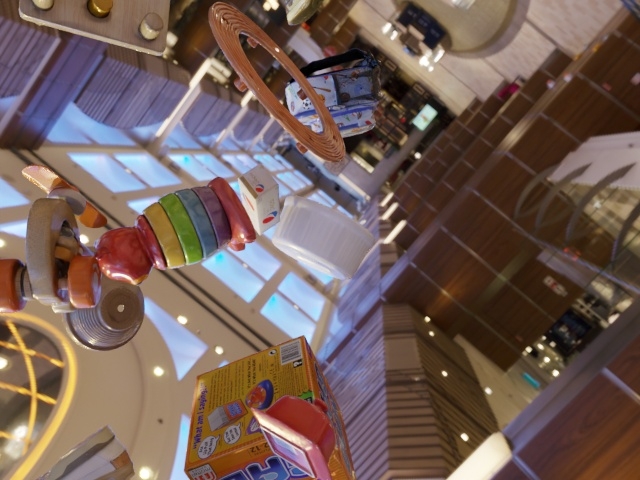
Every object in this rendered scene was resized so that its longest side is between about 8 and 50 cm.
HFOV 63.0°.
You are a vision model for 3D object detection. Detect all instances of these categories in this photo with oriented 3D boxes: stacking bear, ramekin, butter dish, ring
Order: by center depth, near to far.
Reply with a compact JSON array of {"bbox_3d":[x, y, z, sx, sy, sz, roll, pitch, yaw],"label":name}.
[{"bbox_3d":[-0.072,-0.268,0.914,0.336,0.032,0.336,45,-158,-24],"label":"ring"},{"bbox_3d":[-0.029,0.352,0.987,0.160,0.118,0.160,18,140,33],"label":"butter dish"},{"bbox_3d":[-0.304,-0.007,1.055,0.164,0.289,0.175,64,158,1],"label":"stacking bear"},{"bbox_3d":[0.000,0.000,1.447,0.277,0.135,0.277,25,170,5],"label":"ramekin"}]

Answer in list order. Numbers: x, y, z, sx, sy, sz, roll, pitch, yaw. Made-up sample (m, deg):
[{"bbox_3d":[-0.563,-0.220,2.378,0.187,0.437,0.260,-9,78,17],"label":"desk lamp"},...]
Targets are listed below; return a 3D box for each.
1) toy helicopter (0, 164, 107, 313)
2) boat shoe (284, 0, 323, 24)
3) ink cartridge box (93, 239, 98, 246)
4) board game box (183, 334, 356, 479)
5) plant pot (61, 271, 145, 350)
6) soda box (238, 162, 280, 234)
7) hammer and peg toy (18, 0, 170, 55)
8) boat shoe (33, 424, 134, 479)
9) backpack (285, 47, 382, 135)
[{"bbox_3d":[-0.448,0.012,0.930,0.140,0.235,0.355,-3,171,-11],"label":"toy helicopter"},{"bbox_3d":[-0.018,-0.561,1.146,0.080,0.223,0.073,-31,-86,-35],"label":"boat shoe"},{"bbox_3d":[-0.617,0.030,1.678,0.224,0.223,0.045,-12,-103,-34],"label":"ink cartridge box"},{"bbox_3d":[-0.130,0.561,1.481,0.356,0.356,0.356,-106,-5,-64],"label":"board game box"},{"bbox_3d":[-0.587,0.194,1.473,0.110,0.237,0.237,-7,155,40],"label":"plant pot"},{"bbox_3d":[-0.148,-0.096,1.286,0.074,0.069,0.216,51,163,15],"label":"soda box"},{"bbox_3d":[-0.396,-0.554,0.979,0.266,0.361,0.127,7,176,-31],"label":"hammer and peg toy"},{"bbox_3d":[-0.452,0.442,0.855,0.103,0.302,0.113,54,170,-1],"label":"boat shoe"},{"bbox_3d":[0.035,-0.390,1.471,0.263,0.213,0.276,-3,-178,2],"label":"backpack"}]
